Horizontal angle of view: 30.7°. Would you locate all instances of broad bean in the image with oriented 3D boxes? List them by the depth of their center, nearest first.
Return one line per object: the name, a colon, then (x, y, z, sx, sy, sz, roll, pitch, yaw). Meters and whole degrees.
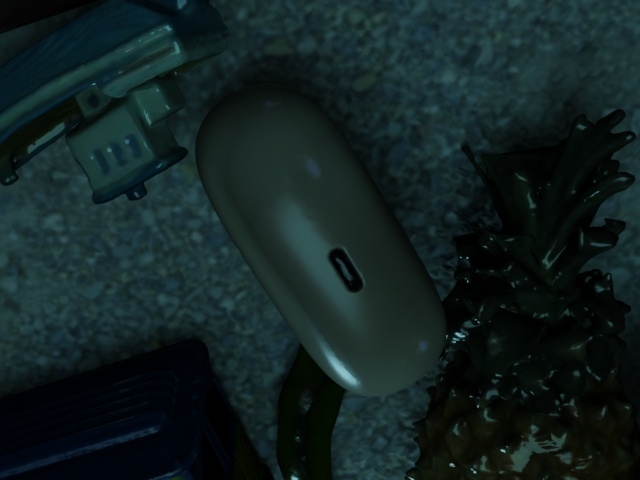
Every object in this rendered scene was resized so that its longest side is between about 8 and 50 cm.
broad bean: (0.003, 0.126, 0.836, 0.069, 0.039, 0.227, 5, 122, 4)

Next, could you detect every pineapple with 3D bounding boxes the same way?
pineapple: (0.134, 0.074, 0.738, 0.169, 0.169, 0.341, -2, 120, 0)

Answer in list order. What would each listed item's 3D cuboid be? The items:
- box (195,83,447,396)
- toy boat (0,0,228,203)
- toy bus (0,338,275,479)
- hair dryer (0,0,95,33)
box: (0.000, 0.000, 0.691, 0.088, 0.146, 0.200, -32, 106, -1)
toy boat: (-0.134, -0.066, 0.666, 0.215, 0.088, 0.102, -25, 95, 24)
toy bus: (-0.187, 0.200, 0.819, 0.287, 0.138, 0.175, -18, 121, 9)
hair dryer: (-0.280, -0.231, 0.595, 0.312, 0.123, 0.340, -20, 109, -1)
